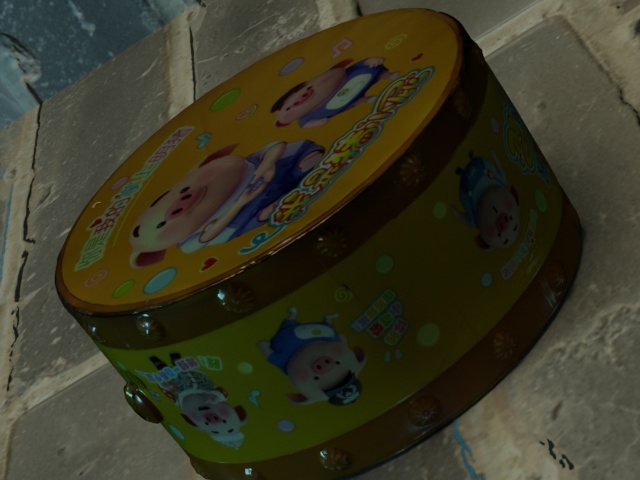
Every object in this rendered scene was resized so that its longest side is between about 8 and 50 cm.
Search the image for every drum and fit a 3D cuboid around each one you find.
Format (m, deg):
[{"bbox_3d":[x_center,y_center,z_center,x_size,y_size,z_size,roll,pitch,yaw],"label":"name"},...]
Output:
[{"bbox_3d":[0.000,0.000,1.552,0.431,0.214,0.431,-28,24,14],"label":"drum"}]
